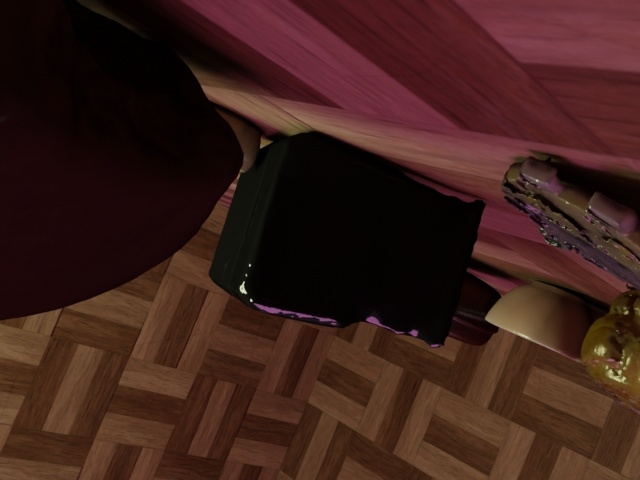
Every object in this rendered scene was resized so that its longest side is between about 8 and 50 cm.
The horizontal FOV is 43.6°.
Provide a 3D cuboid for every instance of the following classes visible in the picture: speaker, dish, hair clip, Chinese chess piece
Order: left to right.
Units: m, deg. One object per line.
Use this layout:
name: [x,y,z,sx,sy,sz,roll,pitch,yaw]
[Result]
Chinese chess piece: [-0.124,-0.116,0.868,0.122,0.051,0.122,22,177,1]
speaker: [0.000,0.000,0.879,0.184,0.180,0.388,18,178,-14]
dish: [0.361,0.123,1.184,0.213,0.090,0.213,24,179,0]
hair clip: [0.197,0.001,0.513,0.187,0.056,0.146,24,172,40]

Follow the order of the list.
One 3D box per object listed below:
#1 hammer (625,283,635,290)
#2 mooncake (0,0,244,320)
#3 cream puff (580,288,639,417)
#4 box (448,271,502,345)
hammer: [0.381,0.072,0.840,0.123,0.014,0.029,25,169,15]
mooncake: [-0.225,-0.071,0.558,0.325,0.174,0.334,-7,153,-38]
cream puff: [0.335,0.111,0.722,0.189,0.129,0.189,35,178,1]
box: [0.113,0.048,1.335,0.403,0.108,0.263,24,-174,-11]
